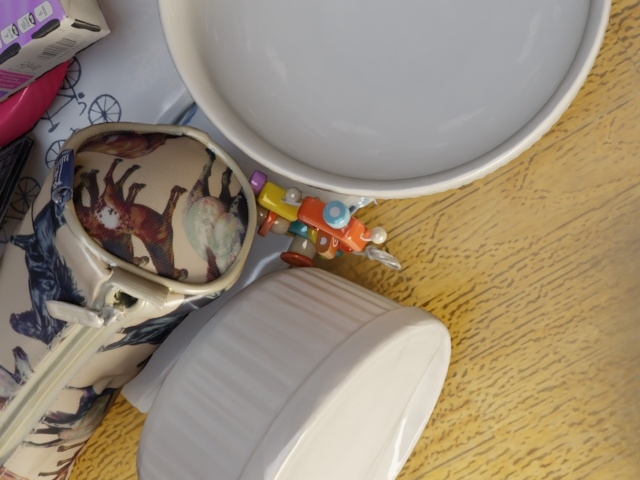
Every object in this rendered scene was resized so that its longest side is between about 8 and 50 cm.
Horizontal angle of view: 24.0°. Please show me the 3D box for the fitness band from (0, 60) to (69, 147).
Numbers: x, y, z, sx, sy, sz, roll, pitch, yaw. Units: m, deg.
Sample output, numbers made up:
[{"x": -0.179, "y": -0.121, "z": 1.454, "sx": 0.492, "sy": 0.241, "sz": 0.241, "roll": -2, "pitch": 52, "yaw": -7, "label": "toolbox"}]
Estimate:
[{"x": -0.343, "y": -0.159, "z": 1.297, "sx": 0.291, "sy": 0.054, "sz": 0.209, "roll": -25, "pitch": 80, "yaw": 22, "label": "fitness band"}]

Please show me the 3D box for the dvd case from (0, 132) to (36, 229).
[{"x": -0.315, "y": 0.006, "z": 1.216, "sx": 0.164, "sy": 0.221, "sz": 0.018, "roll": -31, "pitch": 114, "yaw": 18, "label": "dvd case"}]

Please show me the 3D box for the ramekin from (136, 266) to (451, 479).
[{"x": -0.026, "y": 0.143, "z": 1.167, "sx": 0.127, "sy": 0.273, "sz": 0.273, "roll": 33, "pitch": 104, "yaw": 23, "label": "ramekin"}]

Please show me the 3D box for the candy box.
[{"x": -0.290, "y": -0.194, "z": 1.206, "sx": 0.196, "sy": 0.070, "sz": 0.165, "roll": -29, "pitch": 78, "yaw": 20, "label": "candy box"}]

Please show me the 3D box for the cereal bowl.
[{"x": 0.053, "y": -0.193, "z": 1.148, "sx": 0.339, "sy": 0.141, "sz": 0.339, "roll": -1, "pitch": 85, "yaw": 11, "label": "cereal bowl"}]

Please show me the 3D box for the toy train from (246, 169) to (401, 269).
[{"x": 0.000, "y": 0.000, "z": 1.159, "sx": 0.125, "sy": 0.166, "sz": 0.046, "roll": 27, "pitch": 83, "yaw": 20, "label": "toy train"}]

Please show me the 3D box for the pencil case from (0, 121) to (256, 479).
[{"x": -0.213, "y": 0.087, "z": 1.190, "sx": 0.160, "sy": 0.183, "sz": 0.410, "roll": 36, "pitch": 128, "yaw": -5, "label": "pencil case"}]

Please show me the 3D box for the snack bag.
[{"x": -0.168, "y": -0.060, "z": 1.292, "sx": 0.323, "sy": 0.037, "sz": 0.342, "roll": -44, "pitch": 84, "yaw": 15, "label": "snack bag"}]
